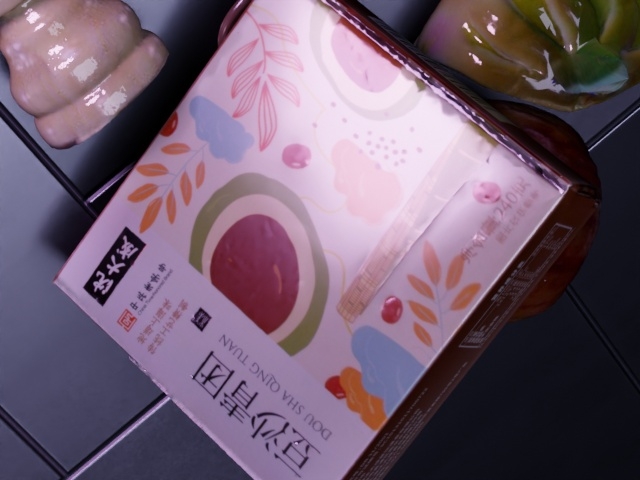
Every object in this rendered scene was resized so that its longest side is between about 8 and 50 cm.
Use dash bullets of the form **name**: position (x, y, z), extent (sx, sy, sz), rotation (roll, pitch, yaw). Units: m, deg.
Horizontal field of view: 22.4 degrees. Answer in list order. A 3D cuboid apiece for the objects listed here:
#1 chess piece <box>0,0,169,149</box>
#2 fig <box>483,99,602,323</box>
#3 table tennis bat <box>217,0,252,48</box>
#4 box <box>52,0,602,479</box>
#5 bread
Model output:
- **chess piece**: position (-0.267, -0.218, 1.433), extent (0.142, 0.143, 0.261), rotation (-41, 114, -1)
- **fig**: position (0.155, -0.033, 1.604), extent (0.224, 0.263, 0.224), rotation (5, 85, -60)
- **table tennis bat**: position (-0.064, -0.269, 1.551), extent (0.170, 0.119, 0.107), rotation (-48, 157, 16)
- **box**: position (0.000, 0.000, 1.484), extent (0.385, 0.344, 0.122), rotation (-53, 160, 11)
- **bread**: position (0.224, -0.218, 1.596), extent (0.260, 0.158, 0.156), rotation (-25, 114, -12)
